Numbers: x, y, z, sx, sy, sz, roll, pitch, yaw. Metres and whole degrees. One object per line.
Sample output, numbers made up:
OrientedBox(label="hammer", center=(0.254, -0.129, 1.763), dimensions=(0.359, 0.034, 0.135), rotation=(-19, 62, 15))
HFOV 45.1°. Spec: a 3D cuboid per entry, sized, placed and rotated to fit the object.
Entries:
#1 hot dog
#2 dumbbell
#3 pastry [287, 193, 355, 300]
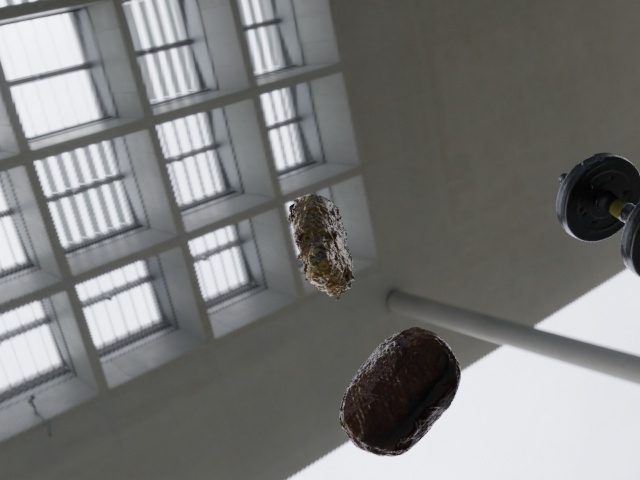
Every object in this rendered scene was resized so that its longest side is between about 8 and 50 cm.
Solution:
OrientedBox(label="hot dog", center=(0.132, 0.256, 1.289), dimensions=(0.227, 0.099, 0.160), rotation=(-44, -99, -7))
OrientedBox(label="dumbbell", center=(0.455, -0.037, 1.128), dimensions=(0.143, 0.325, 0.143), rotation=(-9, -64, -19))
OrientedBox(label="pastry", center=(0.000, 0.000, 0.897), dimensions=(0.056, 0.140, 0.080), rotation=(-35, -44, 16))
